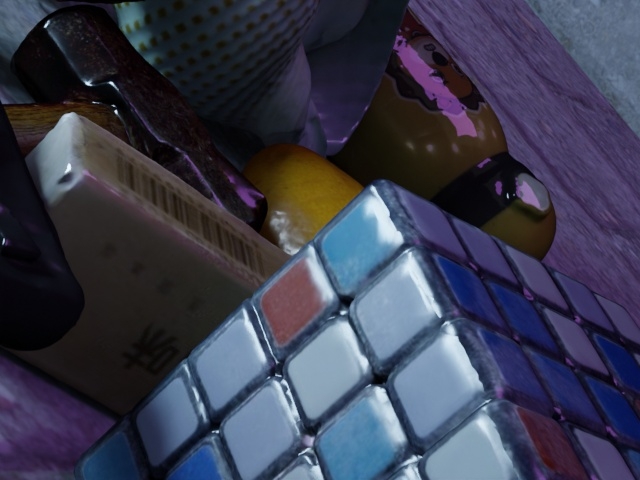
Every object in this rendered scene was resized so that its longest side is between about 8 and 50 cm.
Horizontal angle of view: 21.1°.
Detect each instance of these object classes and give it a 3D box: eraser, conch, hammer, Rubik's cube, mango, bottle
[{"bbox_3d":[-0.076,0.066,1.162,0.343,0.144,0.078,34,22,-27],"label":"eraser"},{"bbox_3d":[-0.060,-0.230,1.619,0.215,0.319,0.303,28,49,30],"label":"conch"},{"bbox_3d":[-0.218,-0.073,1.233,0.242,0.095,0.409,53,24,17],"label":"hammer"},{"bbox_3d":[0.073,0.188,1.018,0.287,0.292,0.293,26,27,-45],"label":"Rubik's cube"},{"bbox_3d":[0.000,0.000,1.489,0.147,0.109,0.227,3,41,-27],"label":"mango"},{"bbox_3d":[0.107,-0.102,1.793,0.351,0.171,0.171,50,21,12],"label":"bottle"}]

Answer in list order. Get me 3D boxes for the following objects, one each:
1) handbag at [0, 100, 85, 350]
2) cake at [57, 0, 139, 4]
[{"bbox_3d":[-0.262,-0.059,0.943,0.275,0.088,0.244,31,24,-56],"label":"handbag"},{"bbox_3d":[-0.257,-0.249,1.383,0.246,0.112,0.135,-1,6,-10],"label":"cake"}]
